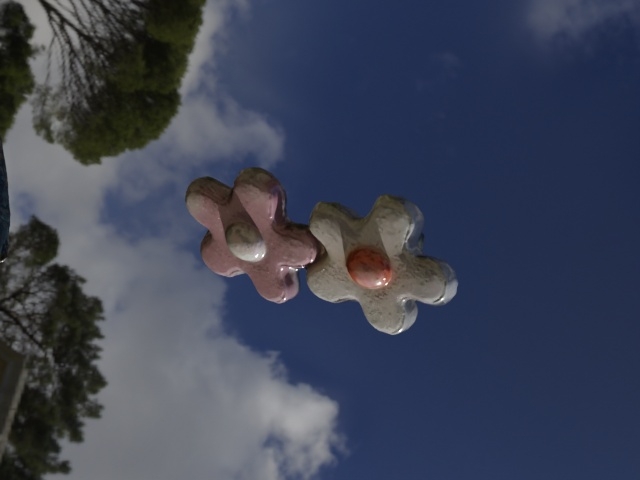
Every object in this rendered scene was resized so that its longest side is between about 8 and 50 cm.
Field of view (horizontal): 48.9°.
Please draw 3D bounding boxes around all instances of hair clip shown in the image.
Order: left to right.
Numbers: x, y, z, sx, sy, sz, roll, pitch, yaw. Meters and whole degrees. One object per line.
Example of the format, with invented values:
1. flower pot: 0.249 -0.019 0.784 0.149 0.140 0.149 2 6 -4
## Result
1. hair clip: -0.003 0.005 0.632 0.256 0.146 0.075 10 -137 12

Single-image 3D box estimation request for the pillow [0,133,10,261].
1. pillow: -0.438 -0.059 0.687 0.034 0.255 0.189 -5 -90 50
